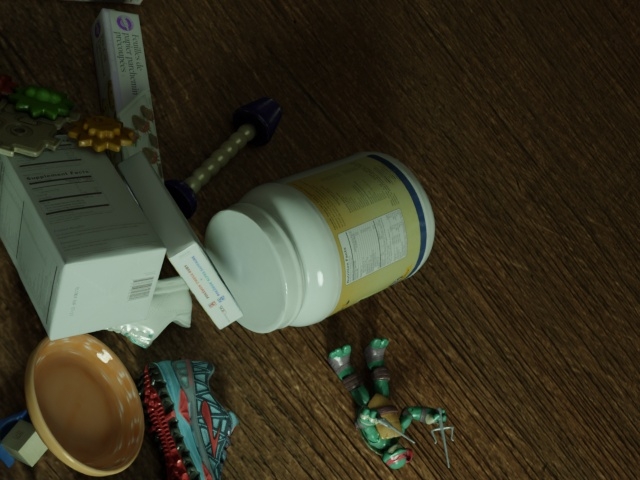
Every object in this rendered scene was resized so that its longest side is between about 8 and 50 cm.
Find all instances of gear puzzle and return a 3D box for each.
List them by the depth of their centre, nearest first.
[{"bbox_3d":[-0.416,-0.180,1.104,0.339,0.044,0.175,16,33,-5],"label":"gear puzzle"}]

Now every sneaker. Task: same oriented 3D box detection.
[{"bbox_3d":[-0.157,0.284,1.163,0.125,0.104,0.261,-10,77,-39],"label":"sneaker"},{"bbox_3d":[-0.272,0.110,1.180,0.212,0.080,0.094,-11,90,-38],"label":"sneaker"}]

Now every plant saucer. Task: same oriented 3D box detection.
[{"bbox_3d":[-0.309,0.212,1.082,0.200,0.037,0.200,49,23,-30],"label":"plant saucer"}]

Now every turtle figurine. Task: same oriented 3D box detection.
[{"bbox_3d":[0.103,0.276,1.338,0.175,0.118,0.234,4,52,-49],"label":"turtle figurine"}]

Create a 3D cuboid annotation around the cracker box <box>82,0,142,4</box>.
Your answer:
[{"bbox_3d":[-0.399,-0.467,1.334,0.232,0.067,0.155,-8,76,-37],"label":"cracker box"}]

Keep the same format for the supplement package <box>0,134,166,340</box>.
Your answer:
[{"bbox_3d":[-0.324,-0.014,1.091,0.134,0.139,0.244,-10,49,-37],"label":"supplement package"}]

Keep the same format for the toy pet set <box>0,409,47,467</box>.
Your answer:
[{"bbox_3d":[-0.371,0.281,1.059,0.122,0.065,0.114,-54,139,-34],"label":"toy pet set"}]

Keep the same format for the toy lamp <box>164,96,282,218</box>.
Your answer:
[{"bbox_3d":[-0.156,-0.145,1.362,0.080,0.080,0.274,48,53,-8],"label":"toy lamp"}]

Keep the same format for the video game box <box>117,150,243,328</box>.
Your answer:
[{"bbox_3d":[-0.195,0.000,1.165,0.048,0.187,0.205,-33,52,-4],"label":"video game box"}]

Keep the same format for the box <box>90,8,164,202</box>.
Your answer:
[{"bbox_3d":[-0.300,-0.200,1.292,0.063,0.067,0.323,0,72,-35],"label":"box"}]

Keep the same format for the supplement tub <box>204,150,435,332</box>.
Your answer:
[{"bbox_3d":[0.000,0.000,1.309,0.316,0.228,0.228,-22,84,-38],"label":"supplement tub"}]
